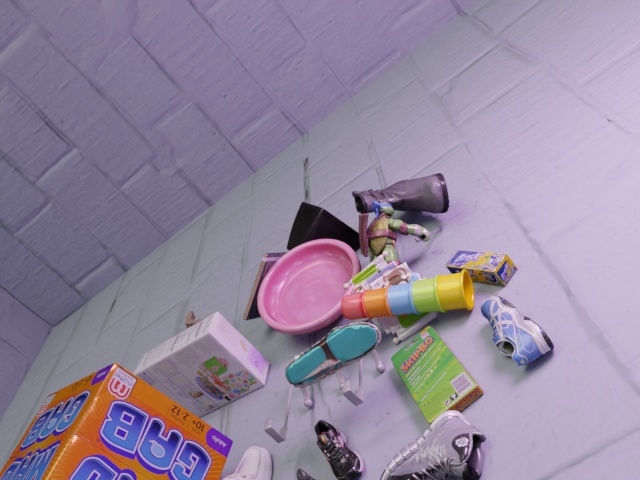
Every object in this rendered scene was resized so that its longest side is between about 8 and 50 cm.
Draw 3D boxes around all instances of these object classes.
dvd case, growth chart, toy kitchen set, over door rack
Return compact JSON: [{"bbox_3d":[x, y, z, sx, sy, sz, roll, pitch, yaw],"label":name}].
[{"bbox_3d":[-0.165,0.143,2.056,0.018,0.165,0.221,23,100,24],"label":"dvd case"},{"bbox_3d":[0.184,0.137,1.615,0.172,0.021,0.237,-46,58,8],"label":"growth chart"},{"bbox_3d":[-0.467,0.316,2.469,0.075,0.068,0.083,-9,29,6],"label":"toy kitchen set"},{"bbox_3d":[0.023,0.338,1.527,0.240,0.108,0.324,-32,12,22],"label":"over door rack"}]

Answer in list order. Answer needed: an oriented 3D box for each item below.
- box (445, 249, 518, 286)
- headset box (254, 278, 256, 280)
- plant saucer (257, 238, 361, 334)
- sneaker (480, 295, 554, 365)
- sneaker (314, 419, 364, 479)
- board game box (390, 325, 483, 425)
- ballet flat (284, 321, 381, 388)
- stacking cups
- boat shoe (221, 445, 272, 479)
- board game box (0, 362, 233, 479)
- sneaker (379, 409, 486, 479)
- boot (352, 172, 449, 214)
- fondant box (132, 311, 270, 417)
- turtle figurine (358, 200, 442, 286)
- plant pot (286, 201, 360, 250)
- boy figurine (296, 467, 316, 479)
[{"bbox_3d":[0.379,0.064,1.538,0.059,0.054,0.169,-50,23,-18],"label":"box"},{"bbox_3d":[-0.199,0.138,2.358,0.083,0.032,0.062,-45,23,-11],"label":"headset box"},{"bbox_3d":[-0.025,0.145,1.911,0.332,0.084,0.332,-19,42,18],"label":"plant saucer"},{"bbox_3d":[0.375,0.178,1.307,0.081,0.080,0.211,-39,21,-2],"label":"sneaker"},{"bbox_3d":[0.027,0.449,1.387,0.072,0.077,0.178,-46,24,-6],"label":"sneaker"},{"bbox_3d":[0.241,0.286,1.390,0.124,0.039,0.259,-40,26,4],"label":"board game box"},{"bbox_3d":[0.029,0.247,1.423,0.241,0.091,0.077,-28,-19,14],"label":"ballet flat"},{"bbox_3d":[0.201,0.133,1.545,0.316,0.096,0.096,-9,37,28],"label":"stacking cups"},{"bbox_3d":[-0.189,0.577,1.478,0.098,0.096,0.277,-29,26,30],"label":"boat shoe"},{"bbox_3d":[-0.490,0.556,1.471,0.357,0.356,0.356,-28,30,40],"label":"board game box"},{"bbox_3d":[0.208,0.412,1.158,0.228,0.086,0.132,-46,25,-12],"label":"sneaker"},{"bbox_3d":[0.224,-0.116,1.881,0.223,0.118,0.338,-10,1,-11],"label":"boot"},{"bbox_3d":[-0.350,0.380,1.904,0.330,0.238,0.096,-30,24,26],"label":"fondant box"},{"bbox_3d":[0.215,0.042,1.781,0.198,0.274,0.266,-2,61,25],"label":"turtle figurine"},{"bbox_3d":[0.000,0.000,2.116,0.167,0.187,0.188,-58,25,-5],"label":"plant pot"},{"bbox_3d":[-0.092,0.600,1.290,0.285,0.092,0.177,-47,34,-17],"label":"boy figurine"}]
